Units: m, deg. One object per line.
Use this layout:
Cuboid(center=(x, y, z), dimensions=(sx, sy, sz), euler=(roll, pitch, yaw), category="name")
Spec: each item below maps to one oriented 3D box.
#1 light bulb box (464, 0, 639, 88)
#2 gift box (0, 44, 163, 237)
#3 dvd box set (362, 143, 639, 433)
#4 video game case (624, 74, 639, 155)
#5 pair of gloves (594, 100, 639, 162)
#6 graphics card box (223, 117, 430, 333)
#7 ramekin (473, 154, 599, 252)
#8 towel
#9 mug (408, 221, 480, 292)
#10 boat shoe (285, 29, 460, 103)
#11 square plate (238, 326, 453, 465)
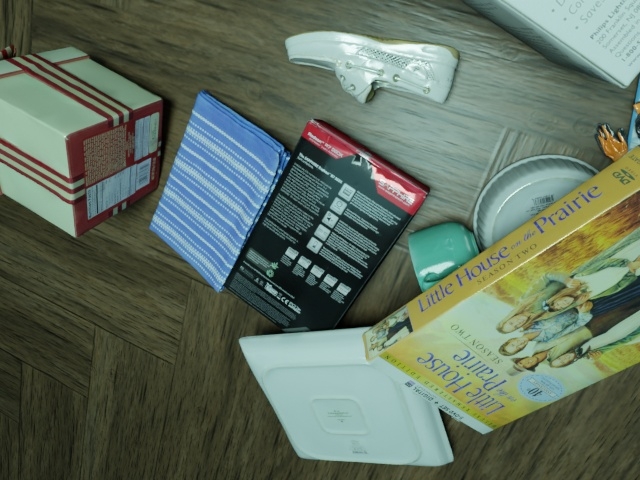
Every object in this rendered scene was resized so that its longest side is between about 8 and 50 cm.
Cuboid(center=(0.256, -0.419, 0.409), dimensions=(0.360, 0.225, 0.358), euler=(27, 118, -11), category="light bulb box")
Cuboid(center=(-0.469, -0.197, 0.791), dimensions=(0.258, 0.276, 0.255), euler=(29, 125, 6), category="gift box")
Cuboid(center=(0.314, 0.114, 0.580), dimensions=(0.307, 0.062, 0.420), euler=(38, 117, -25), category="dvd box set")
Cuboid(center=(0.491, -0.147, 0.561), dimensions=(0.119, 0.015, 0.167), euler=(15, 112, 44), category="video game case")
Cuboid(center=(0.444, -0.152, 0.589), dimensions=(0.083, 0.010, 0.074), euler=(-35, 78, 45), category="pair of gloves")
Cuboid(center=(0.000, 0.000, 0.760), dimensions=(0.232, 0.094, 0.371), euler=(34, 112, 7), category="graphics card box")
Cuboid(center=(0.341, -0.022, 0.626), dimensions=(0.207, 0.109, 0.207), euler=(5, 107, 18), category="ramekin")
Cuboid(center=(-0.216, -0.092, 0.820), dimensions=(0.243, 0.040, 0.336), euler=(38, 114, 17), category="towel")
Cuboid(center=(0.210, 0.045, 0.666), dimensions=(0.097, 0.158, 0.129), euler=(-19, 133, 19), category="mug")
Cuboid(center=(0.070, -0.268, 0.657), dimensions=(0.276, 0.098, 0.096), euler=(13, 108, 14), category="boat shoe")
Cuboid(center=(0.045, 0.317, 0.788), dimensions=(0.346, 0.049, 0.344), euler=(-10, 115, 24), category="square plate")
